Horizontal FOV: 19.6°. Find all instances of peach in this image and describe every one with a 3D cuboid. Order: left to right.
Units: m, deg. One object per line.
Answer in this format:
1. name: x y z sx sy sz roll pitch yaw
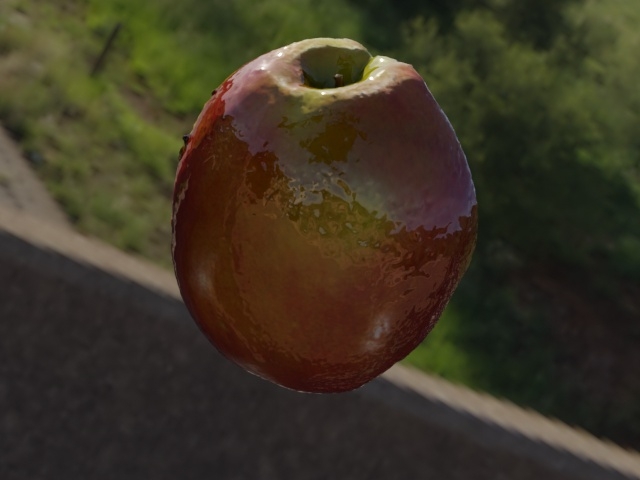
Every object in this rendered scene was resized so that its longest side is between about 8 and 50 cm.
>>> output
1. peach: 0.000 0.000 2.031 0.306 0.380 0.242 -22 38 -24
